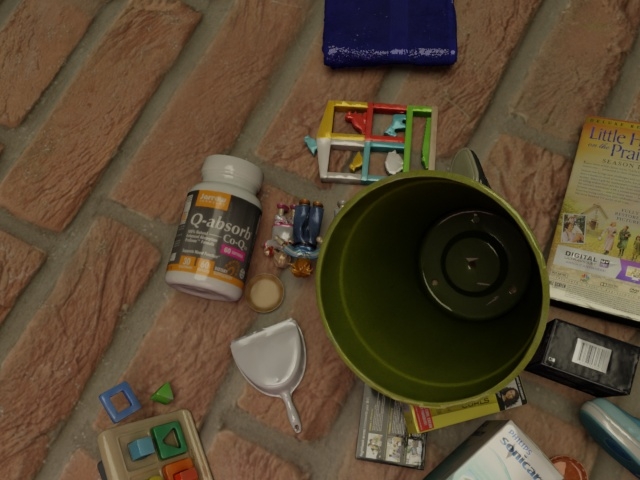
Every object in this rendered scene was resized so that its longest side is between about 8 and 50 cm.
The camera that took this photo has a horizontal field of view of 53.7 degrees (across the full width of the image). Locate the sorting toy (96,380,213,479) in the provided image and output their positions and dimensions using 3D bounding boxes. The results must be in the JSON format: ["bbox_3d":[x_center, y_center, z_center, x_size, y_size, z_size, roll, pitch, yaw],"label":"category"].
[{"bbox_3d":[-0.297,0.418,1.180,0.047,0.196,0.347,-38,67,38],"label":"sorting toy"}]

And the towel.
[{"bbox_3d":[0.161,-0.493,1.469,0.308,0.076,0.227,1,66,5],"label":"towel"}]

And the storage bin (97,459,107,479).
[{"bbox_3d":[-0.363,0.455,1.217,0.091,0.098,0.135,-34,72,23],"label":"storage bin"}]

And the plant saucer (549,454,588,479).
[{"bbox_3d":[0.460,0.448,1.190,0.083,0.013,0.083,-1,72,4],"label":"plant saucer"}]

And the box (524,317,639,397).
[{"bbox_3d":[0.481,0.222,1.180,0.156,0.158,0.093,20,77,9],"label":"box"}]

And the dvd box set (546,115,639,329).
[{"bbox_3d":[0.640,-0.036,1.268,0.308,0.062,0.420,14,74,20],"label":"dvd box set"}]

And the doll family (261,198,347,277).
[{"bbox_3d":[0.000,0.000,1.303,0.263,0.118,0.163,4,74,5],"label":"doll family"}]

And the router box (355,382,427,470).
[{"bbox_3d":[0.144,0.343,1.228,0.133,0.046,0.179,7,74,7],"label":"router box"}]

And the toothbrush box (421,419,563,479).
[{"bbox_3d":[0.247,0.454,1.100,0.295,0.216,0.126,-40,75,-9],"label":"toothbrush box"}]

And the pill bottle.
[{"bbox_3d":[-0.211,-0.025,1.305,0.162,0.162,0.278,10,75,7],"label":"pill bottle"}]

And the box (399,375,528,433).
[{"bbox_3d":[0.268,0.296,1.195,0.232,0.058,0.087,-9,77,-14],"label":"box"}]

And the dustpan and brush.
[{"bbox_3d":[-0.081,0.281,1.266,0.147,0.060,0.211,-21,66,-1],"label":"dustpan and brush"}]

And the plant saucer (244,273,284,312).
[{"bbox_3d":[-0.118,0.112,1.333,0.083,0.015,0.083,-1,74,3],"label":"plant saucer"}]

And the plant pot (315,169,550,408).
[{"bbox_3d":[0.231,0.060,1.117,0.366,0.353,0.366,3,96,26],"label":"plant pot"}]

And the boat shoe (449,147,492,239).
[{"bbox_3d":[0.333,-0.088,1.339,0.079,0.084,0.233,7,61,-33],"label":"boat shoe"}]

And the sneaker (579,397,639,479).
[{"bbox_3d":[0.647,0.349,1.151,0.319,0.127,0.208,40,82,4],"label":"sneaker"}]

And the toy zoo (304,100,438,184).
[{"bbox_3d":[0.109,-0.216,1.406,0.293,0.030,0.192,5,74,5],"label":"toy zoo"}]
